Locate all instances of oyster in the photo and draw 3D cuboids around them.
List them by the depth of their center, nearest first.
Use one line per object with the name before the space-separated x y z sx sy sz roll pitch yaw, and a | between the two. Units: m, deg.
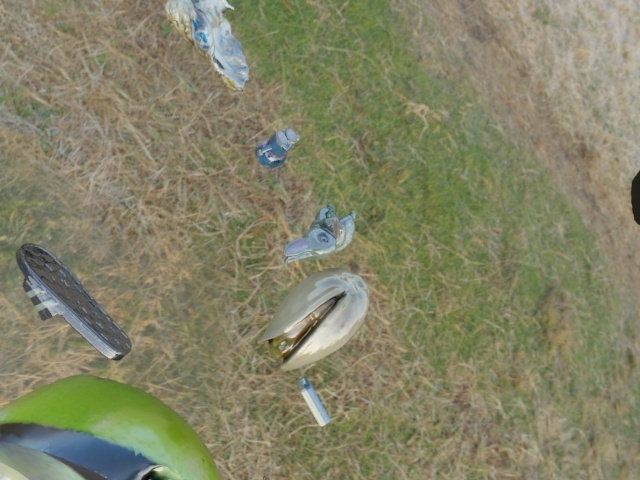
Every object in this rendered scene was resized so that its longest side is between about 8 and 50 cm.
oyster | -0.232 -0.428 1.299 0.214 0.083 0.222 -44 118 -65

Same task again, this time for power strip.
power strip | -0.019 0.388 1.438 0.032 0.056 0.123 -29 114 -10

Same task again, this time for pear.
pear | -0.294 0.332 0.860 0.399 0.399 0.165 44 39 -19

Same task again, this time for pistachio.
pistachio | -0.007 0.137 1.056 0.215 0.144 0.144 -39 105 3

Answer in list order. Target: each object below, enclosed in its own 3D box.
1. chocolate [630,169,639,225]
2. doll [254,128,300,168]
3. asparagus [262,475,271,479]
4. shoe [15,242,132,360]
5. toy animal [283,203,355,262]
chocolate | 0.563 -0.059 0.877 0.133 0.156 0.156 13 69 -15
doll | -0.122 -0.244 1.585 0.114 0.152 0.085 -19 83 -33
asparagus | -0.119 0.604 1.488 0.016 0.016 0.162 63 1 34
shoe | -0.304 0.083 0.704 0.049 0.071 0.179 -42 94 6
toy animal | 0.002 0.003 1.579 0.251 0.125 0.127 -43 110 -47
